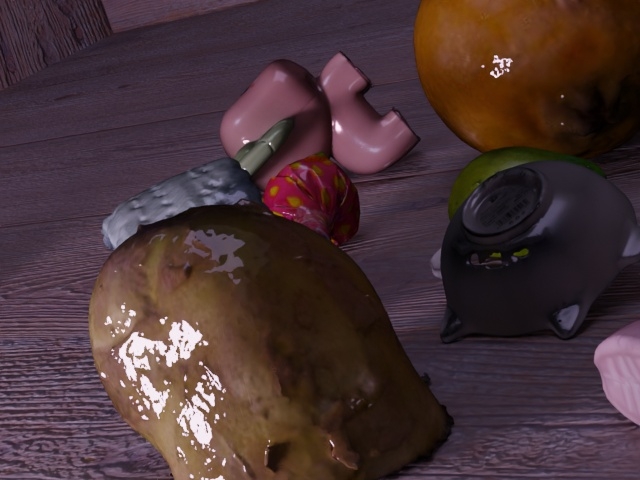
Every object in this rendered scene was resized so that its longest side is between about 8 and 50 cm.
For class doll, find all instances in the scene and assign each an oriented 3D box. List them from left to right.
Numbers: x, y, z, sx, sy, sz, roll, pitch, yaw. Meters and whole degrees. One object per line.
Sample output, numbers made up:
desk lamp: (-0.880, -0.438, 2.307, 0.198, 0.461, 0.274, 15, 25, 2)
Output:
doll: (-0.031, -0.128, 2.269, 0.268, 0.216, 0.284, -42, -2, 5)

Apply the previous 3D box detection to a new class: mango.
mango: (0.216, -0.043, 1.769, 0.178, 0.119, 0.100, -9, -3, 30)

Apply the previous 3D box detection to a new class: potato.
potato: (-0.059, 0.080, 1.461, 0.289, 0.237, 0.301, -17, 17, 2)

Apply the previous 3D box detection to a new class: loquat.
loquat: (0.273, -0.240, 2.019, 0.328, 0.328, 0.328, -17, 16, 5)

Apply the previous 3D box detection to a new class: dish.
dish: (0.193, -0.003, 1.607, 0.236, 0.086, 0.228, -23, 37, 22)

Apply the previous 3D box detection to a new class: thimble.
thimble: (-0.121, 0.029, 1.754, 0.172, 0.205, 0.250, -26, 33, -4)

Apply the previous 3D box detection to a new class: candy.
candy: (0.000, 0.000, 1.899, 0.124, 0.124, 0.365, -19, 20, 0)

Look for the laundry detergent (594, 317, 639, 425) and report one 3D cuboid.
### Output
laundry detergent: (0.388, 0.051, 1.345, 0.335, 0.087, 0.159, -24, 17, -22)
